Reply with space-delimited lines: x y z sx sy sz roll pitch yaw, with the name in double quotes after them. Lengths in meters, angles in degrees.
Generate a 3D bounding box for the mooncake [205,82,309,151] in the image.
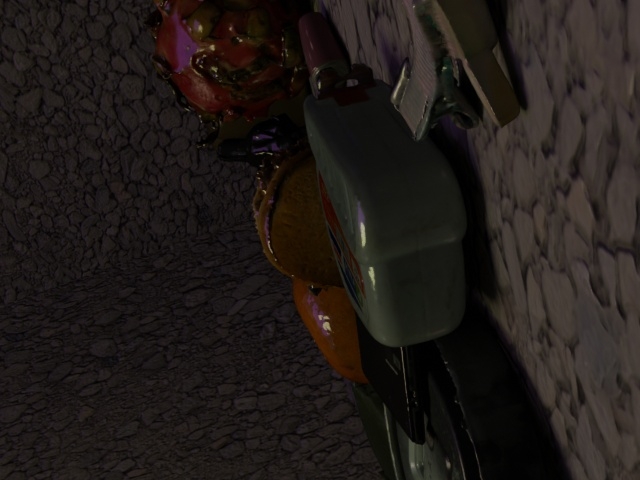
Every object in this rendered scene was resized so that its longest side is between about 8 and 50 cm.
-0.163 -0.355 1.725 0.378 0.200 0.378 160 90 -84 "mooncake"

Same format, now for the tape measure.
0.074 -0.032 0.942 0.243 0.125 0.246 -112 8 -56 "tape measure"

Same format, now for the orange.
0.060 0.094 1.290 0.224 0.170 0.224 62 180 0 "orange"

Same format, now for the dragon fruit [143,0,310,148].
-0.142 -0.327 1.376 0.250 0.269 0.291 58 175 17 "dragon fruit"

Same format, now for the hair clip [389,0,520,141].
0.090 -0.149 0.668 0.159 0.071 0.218 60 176 30 "hair clip"

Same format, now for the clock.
0.158 0.255 1.047 0.386 0.076 0.386 170 90 -80 "clock"

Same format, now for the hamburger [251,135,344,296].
0.000 -0.037 1.104 0.191 0.182 0.118 36 175 -21 "hamburger"

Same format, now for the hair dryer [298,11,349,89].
0.010 -0.235 1.267 0.154 0.054 0.106 71 -179 -58 "hair dryer"

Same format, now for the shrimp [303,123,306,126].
0.004 -0.081 1.356 0.161 0.049 0.166 44 -127 -33 "shrimp"

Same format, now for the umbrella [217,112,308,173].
-0.044 -0.127 1.295 0.340 0.118 0.118 6 120 52 "umbrella"

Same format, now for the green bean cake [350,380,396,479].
0.150 0.328 1.478 0.227 0.125 0.222 -123 17 -60 "green bean cake"

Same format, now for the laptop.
0.078 0.136 1.078 0.207 0.026 0.154 -129 31 -70 "laptop"
